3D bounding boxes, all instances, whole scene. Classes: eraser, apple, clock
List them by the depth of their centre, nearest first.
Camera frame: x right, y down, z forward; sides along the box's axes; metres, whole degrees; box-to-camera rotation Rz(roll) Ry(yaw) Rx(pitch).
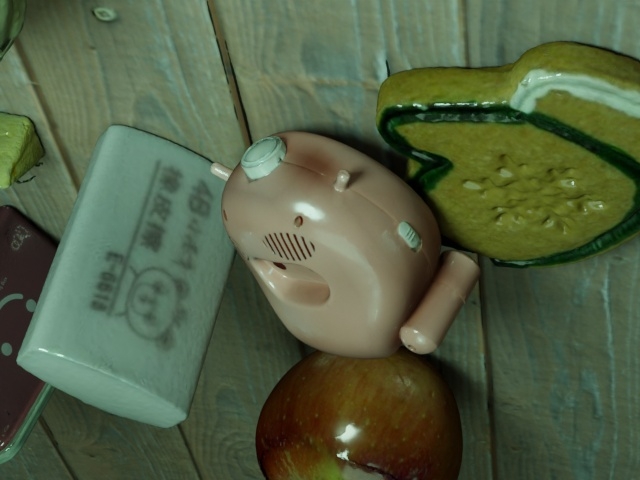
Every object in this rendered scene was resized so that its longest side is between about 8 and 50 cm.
[{"bbox_3d":[0.000,0.000,1.591,0.227,0.142,0.241,7,145,47],"label":"clock"},{"bbox_3d":[-0.181,0.035,1.638,0.174,0.270,0.095,28,146,-20],"label":"eraser"},{"bbox_3d":[0.050,0.238,1.946,0.251,0.206,0.272,15,149,22],"label":"apple"}]

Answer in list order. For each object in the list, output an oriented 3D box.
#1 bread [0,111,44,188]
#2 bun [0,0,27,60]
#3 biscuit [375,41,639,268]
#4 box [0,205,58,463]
[{"bbox_3d":[-0.338,-0.074,1.693,0.084,0.109,0.080,5,145,9],"label":"bread"},{"bbox_3d":[-0.386,-0.267,1.299,0.359,0.211,0.360,11,161,4],"label":"bun"},{"bbox_3d":[0.184,-0.075,1.503,0.287,0.057,0.344,26,148,-18],"label":"biscuit"},{"bbox_3d":[-0.399,0.109,1.861,0.193,0.294,0.167,-17,126,42],"label":"box"}]
